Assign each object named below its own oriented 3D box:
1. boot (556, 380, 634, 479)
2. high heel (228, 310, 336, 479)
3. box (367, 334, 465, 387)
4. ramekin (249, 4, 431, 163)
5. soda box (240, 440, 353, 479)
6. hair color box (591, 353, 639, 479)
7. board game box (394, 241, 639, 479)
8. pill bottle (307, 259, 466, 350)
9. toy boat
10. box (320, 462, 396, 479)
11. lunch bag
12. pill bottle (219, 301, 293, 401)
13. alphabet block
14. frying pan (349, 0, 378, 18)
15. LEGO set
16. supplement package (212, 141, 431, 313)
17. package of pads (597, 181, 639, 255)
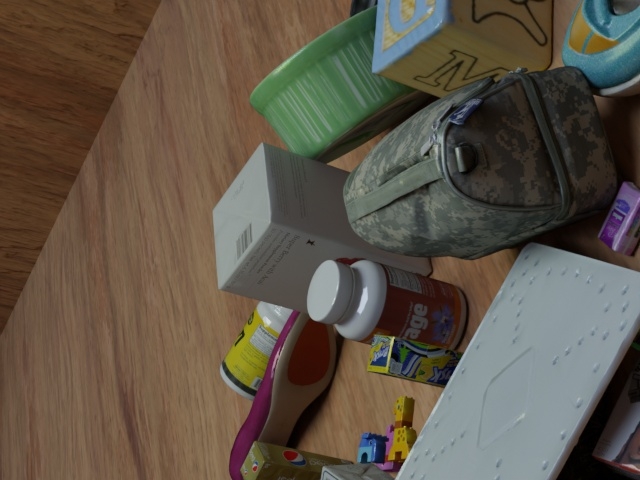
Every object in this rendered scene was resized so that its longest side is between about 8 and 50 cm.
[{"bbox_3d":[0.317,0.232,1.504,0.263,0.091,0.229,-19,51,51],"label":"boot"},{"bbox_3d":[-0.086,0.265,2.218,0.181,0.127,0.377,23,99,55],"label":"high heel"},{"bbox_3d":[0.152,0.173,1.760,0.059,0.169,0.054,-3,73,62],"label":"box"},{"bbox_3d":[0.050,-0.246,2.065,0.148,0.303,0.303,58,142,3],"label":"ramekin"},{"bbox_3d":[-0.030,0.370,1.994,0.061,0.181,0.058,-64,27,18],"label":"soda box"},{"bbox_3d":[0.376,0.181,1.375,0.093,0.053,0.167,13,71,48],"label":"hair color box"},{"bbox_3d":[0.243,0.200,1.527,0.390,0.050,0.390,-61,13,-1],"label":"board game box"},{"bbox_3d":[0.096,0.098,1.861,0.121,0.216,0.121,-41,41,49],"label":"pill bottle"},{"bbox_3d":[0.384,-0.340,1.620,0.267,0.148,0.318,-45,38,45],"label":"toy boat"},{"bbox_3d":[0.059,0.479,1.787,0.169,0.087,0.289,21,105,57],"label":"box"},{"bbox_3d":[0.195,-0.089,1.652,0.305,0.256,0.212,-27,79,62],"label":"lunch bag"},{"bbox_3d":[-0.083,0.177,2.272,0.208,0.119,0.119,-58,30,18],"label":"pill bottle"},{"bbox_3d":[0.213,-0.334,1.899,0.193,0.197,0.192,-27,52,56],"label":"alphabet block"},{"bbox_3d":[0.149,-0.460,2.264,0.326,0.053,0.197,-16,61,58],"label":"frying pan"},{"bbox_3d":[0.126,0.280,1.847,0.227,0.087,0.093,-21,58,57],"label":"LEGO set"},{"bbox_3d":[0.000,0.000,2.017,0.177,0.293,0.175,-52,33,37],"label":"supplement package"},{"bbox_3d":[0.382,-0.027,1.579,0.083,0.032,0.050,-67,24,14],"label":"package of pads"}]
